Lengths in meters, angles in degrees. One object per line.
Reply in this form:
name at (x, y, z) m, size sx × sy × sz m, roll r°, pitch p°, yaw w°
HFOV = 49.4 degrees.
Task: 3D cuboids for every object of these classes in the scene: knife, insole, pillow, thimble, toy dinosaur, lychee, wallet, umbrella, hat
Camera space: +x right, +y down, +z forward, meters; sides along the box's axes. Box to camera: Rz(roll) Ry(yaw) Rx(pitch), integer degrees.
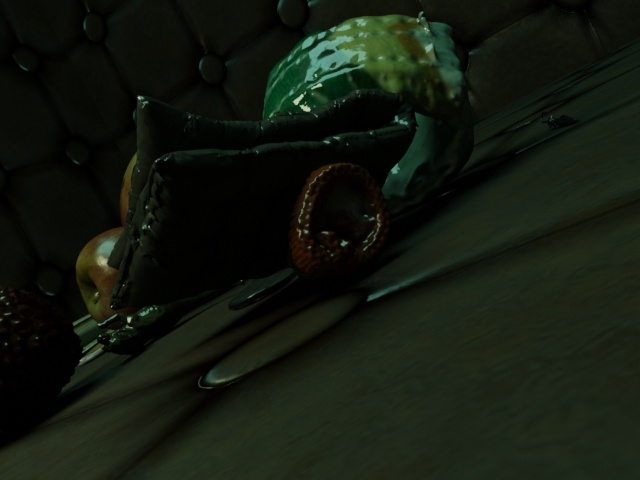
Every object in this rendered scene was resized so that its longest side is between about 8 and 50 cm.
knife at (-0.370, 0.172, 1.309) m, size 0.046 × 0.022 × 0.256 m, roll -19°, pitch 13°, yaw 24°
insole at (-0.069, 0.049, 0.978) m, size 0.110 × 0.012 × 0.309 m, roll -29°, pitch 5°, yaw 10°
pillow at (-0.057, -0.048, 0.736) m, size 0.326 × 0.101 × 0.228 m, roll -12°, pitch -32°, yaw -35°
thimble at (0.065, -0.158, 0.910) m, size 0.288 × 0.254 × 0.167 m, roll -31°, pitch 44°, yaw 31°
toy dinosaur at (-0.216, 0.123, 0.991) m, size 0.178 × 0.087 × 0.187 m, roll 8°, pitch 34°, yaw 14°
lychee at (-0.383, 0.143, 0.845) m, size 0.188 × 0.188 × 0.188 m, roll -28°, pitch 5°, yaw 3°
wallet at (-0.452, 0.173, 1.518) m, size 0.309 × 0.077 × 0.223 m, roll -31°, pitch 2°, yaw -39°
umbrella at (0.328, -0.163, 0.955) m, size 0.013 × 0.022 × 0.122 m, roll -3°, pitch 14°, yaw -5°
hat at (0.000, 0.000, 0.681) m, size 0.162 × 0.093 × 0.112 m, roll -35°, pitch 31°, yaw 64°

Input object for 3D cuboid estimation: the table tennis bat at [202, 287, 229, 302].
table tennis bat at (-0.212, 0.104, 1.188) m, size 0.154 × 0.019 × 0.098 m, roll -26°, pitch 4°, yaw -14°

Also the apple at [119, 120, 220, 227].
apple at (-0.244, -0.076, 1.458) m, size 0.348 × 0.277 × 0.348 m, roll -11°, pitch -20°, yaw -4°

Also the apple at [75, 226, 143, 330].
apple at (-0.342, 0.068, 1.269) m, size 0.173 × 0.188 × 0.188 m, roll -19°, pitch -2°, yaw -42°
